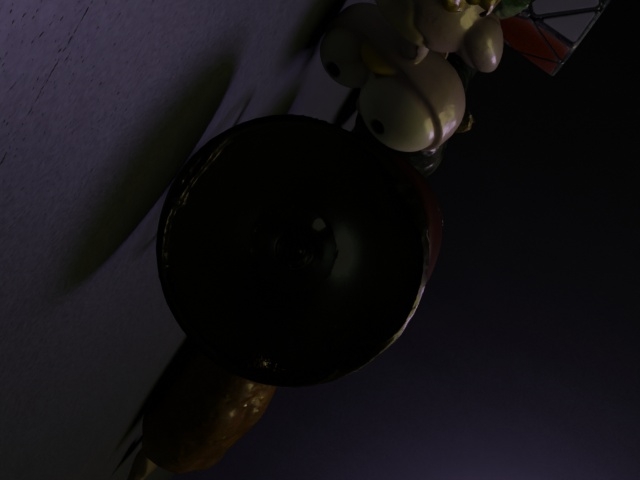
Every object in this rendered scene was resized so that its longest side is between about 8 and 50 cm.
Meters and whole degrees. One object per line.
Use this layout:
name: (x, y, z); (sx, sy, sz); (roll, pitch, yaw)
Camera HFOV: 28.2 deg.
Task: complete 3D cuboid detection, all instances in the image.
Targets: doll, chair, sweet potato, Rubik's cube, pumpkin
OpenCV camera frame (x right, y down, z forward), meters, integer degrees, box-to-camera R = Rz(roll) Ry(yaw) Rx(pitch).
doll: (0.078, -0.178, 1.106); (0.094, 0.160, 0.365); (-46, 175, -18)
chair: (0.000, 0.000, 1.220); (0.226, 0.226, 0.401); (-55, 175, 7)
sweet potato: (-0.130, 0.186, 1.852); (0.369, 0.158, 0.158); (-56, 175, 29)
Rubik's cube: (0.459, -0.485, 2.537); (0.205, 0.207, 0.205); (-52, 174, -8)
pumpkin: (0.133, -0.180, 1.743); (0.211, 0.152, 0.211); (-58, 180, 0)

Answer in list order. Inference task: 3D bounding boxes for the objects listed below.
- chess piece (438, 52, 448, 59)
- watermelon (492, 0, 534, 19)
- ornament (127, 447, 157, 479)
chess piece: (0.123, -0.254, 1.502); (0.094, 0.094, 0.170); (-57, 178, 31)
watermelon: (0.169, -0.321, 1.343); (0.193, 0.140, 0.257); (-58, -174, -11)
ornament: (-0.232, 0.294, 2.138); (0.245, 0.061, 0.230); (-58, 174, 7)
